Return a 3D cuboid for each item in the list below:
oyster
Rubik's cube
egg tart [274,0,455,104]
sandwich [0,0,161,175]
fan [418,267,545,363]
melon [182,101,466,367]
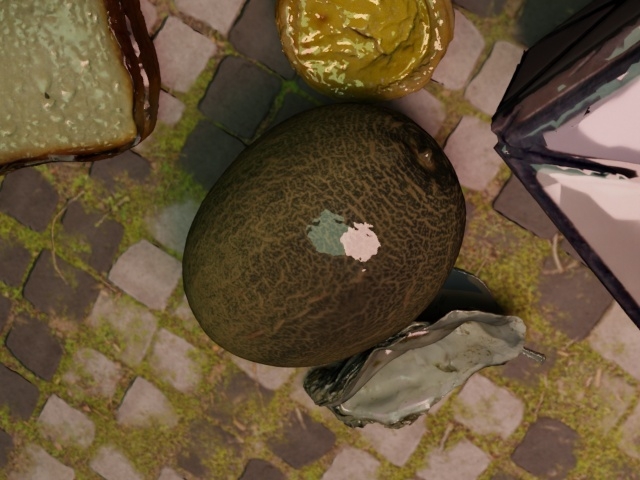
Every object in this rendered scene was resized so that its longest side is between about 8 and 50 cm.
[{"bbox_3d":[0.104,0.138,1.555,0.199,0.087,0.252,0,151,-15],"label":"oyster"},{"bbox_3d":[0.370,-0.106,1.274,0.310,0.305,0.307,-37,98,24],"label":"Rubik's cube"},{"bbox_3d":[0.046,-0.230,1.457,0.191,0.074,0.191,6,110,16],"label":"egg tart"},{"bbox_3d":[-0.332,-0.209,1.565,0.301,0.099,0.271,-8,111,16],"label":"sandwich"},{"bbox_3d":[0.168,0.095,1.573,0.175,0.005,0.113,25,115,7],"label":"fan"},{"bbox_3d":[0.000,0.000,1.460,0.329,0.248,0.248,-36,96,35],"label":"melon"}]
